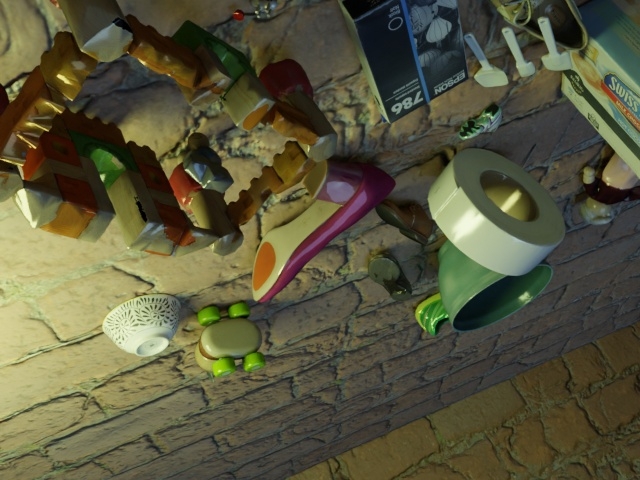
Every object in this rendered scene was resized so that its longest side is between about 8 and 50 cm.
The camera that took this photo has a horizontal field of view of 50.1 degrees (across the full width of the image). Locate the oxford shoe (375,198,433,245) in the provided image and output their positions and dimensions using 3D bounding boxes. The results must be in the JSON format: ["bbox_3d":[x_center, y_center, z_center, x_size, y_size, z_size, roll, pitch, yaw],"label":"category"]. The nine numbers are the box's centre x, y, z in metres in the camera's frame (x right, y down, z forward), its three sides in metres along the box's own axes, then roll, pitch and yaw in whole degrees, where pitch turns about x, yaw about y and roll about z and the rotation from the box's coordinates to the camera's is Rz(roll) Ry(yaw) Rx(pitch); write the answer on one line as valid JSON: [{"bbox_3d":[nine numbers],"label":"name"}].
[{"bbox_3d":[0.193,-0.058,1.553,0.212,0.076,0.076,29,89,-53],"label":"oxford shoe"}]

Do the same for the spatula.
[{"bbox_3d":[0.340,-0.322,1.194,0.168,0.019,0.242,-4,172,26],"label":"spatula"}]

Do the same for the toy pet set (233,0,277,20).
[{"bbox_3d":[-0.073,-0.357,0.894,0.114,0.065,0.122,4,151,17],"label":"toy pet set"}]

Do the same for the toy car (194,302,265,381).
[{"bbox_3d":[-0.234,0.259,1.611,0.149,0.155,0.188,-4,152,-34],"label":"toy car"}]

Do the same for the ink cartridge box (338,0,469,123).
[{"bbox_3d":[0.152,-0.305,1.127,0.165,0.065,0.332,-30,151,4],"label":"ink cartridge box"}]

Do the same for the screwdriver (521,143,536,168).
[{"bbox_3d":[0.482,-0.165,1.644,0.025,0.024,0.170,16,134,-11],"label":"screwdriver"}]

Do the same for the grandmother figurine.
[{"bbox_3d":[0.783,-0.159,1.794,0.208,0.104,0.342,18,143,3],"label":"grandmother figurine"}]

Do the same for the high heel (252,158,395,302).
[{"bbox_3d":[0.000,0.000,1.399,0.181,0.127,0.377,11,130,-33],"label":"high heel"}]

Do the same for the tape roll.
[{"bbox_3d":[0.371,-0.065,1.450,0.286,0.286,0.100,-2,142,-36],"label":"tape roll"}]

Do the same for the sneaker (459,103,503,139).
[{"bbox_3d":[0.335,-0.230,1.409,0.098,0.038,0.069,-35,148,13],"label":"sneaker"}]

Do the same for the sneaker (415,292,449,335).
[{"bbox_3d":[0.428,0.185,2.036,0.295,0.123,0.109,-35,149,11],"label":"sneaker"}]

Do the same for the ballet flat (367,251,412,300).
[{"bbox_3d":[0.182,0.086,1.768,0.084,0.058,0.250,-13,149,20],"label":"ballet flat"}]

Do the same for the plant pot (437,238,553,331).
[{"bbox_3d":[0.428,0.077,1.798,0.293,0.196,0.293,-20,150,-12],"label":"plant pot"}]

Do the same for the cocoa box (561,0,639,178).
[{"bbox_3d":[0.640,-0.289,1.253,0.231,0.347,0.228,-27,150,1],"label":"cocoa box"}]

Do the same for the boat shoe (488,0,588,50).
[{"bbox_3d":[0.359,-0.394,1.124,0.285,0.089,0.104,7,136,-44],"label":"boat shoe"}]

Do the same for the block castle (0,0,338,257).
[{"bbox_3d":[-0.222,-0.166,0.904,0.303,0.213,0.453,-44,148,20],"label":"block castle"}]

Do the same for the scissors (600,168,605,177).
[{"bbox_3d":[0.885,-0.233,1.865,0.297,0.021,0.109,-33,147,7],"label":"scissors"}]

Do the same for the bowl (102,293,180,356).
[{"bbox_3d":[-0.369,0.194,1.463,0.170,0.080,0.170,-21,150,-13],"label":"bowl"}]
